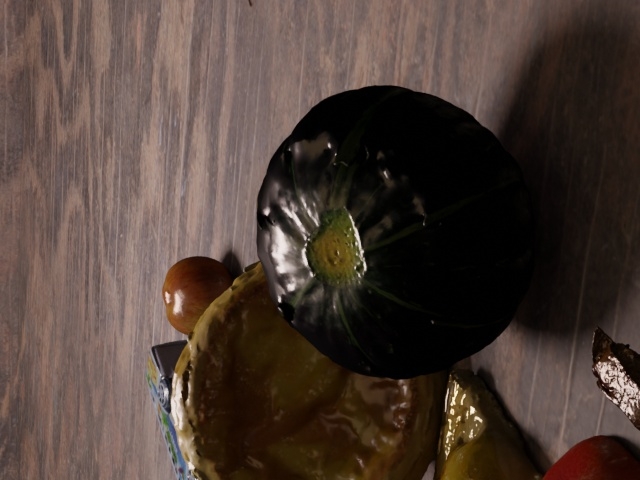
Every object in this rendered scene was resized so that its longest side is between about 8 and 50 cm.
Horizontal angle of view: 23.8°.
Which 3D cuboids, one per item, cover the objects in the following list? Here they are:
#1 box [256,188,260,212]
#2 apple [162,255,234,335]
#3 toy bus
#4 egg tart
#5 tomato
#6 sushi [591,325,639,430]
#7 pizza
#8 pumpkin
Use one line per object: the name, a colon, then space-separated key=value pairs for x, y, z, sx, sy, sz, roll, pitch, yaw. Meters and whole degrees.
box: x=0.000 y=0.000 z=1.877 sx=0.144 sy=0.090 sz=0.201 roll=124 pitch=136 yaw=-55
apple: x=-0.183 y=0.087 z=2.296 sx=0.126 sy=0.102 sz=0.126 roll=174 pitch=90 yaw=-66
toy bus: x=-0.182 y=0.315 z=2.328 sx=0.136 sy=0.109 sz=0.330 roll=112 pitch=144 yaw=-47
egg tart: x=-0.005 y=0.177 z=1.734 sx=0.132 sy=0.341 sz=0.341 roll=29 pitch=-128 yaw=-76
tomato: x=0.245 y=0.257 z=1.391 sx=0.155 sy=0.069 sz=0.156 roll=176 pitch=90 yaw=-65
sushi: x=0.275 y=0.124 z=1.317 sx=0.055 sy=0.052 sz=0.120 roll=-64 pitch=31 yaw=19
pizza: x=0.157 y=0.239 z=1.578 sx=0.188 sy=0.080 sz=0.204 roll=177 pitch=90 yaw=-66
pumpkin: x=0.091 y=-0.010 z=1.535 sx=0.296 sy=0.295 sz=0.296 roll=175 pitch=90 yaw=-66
